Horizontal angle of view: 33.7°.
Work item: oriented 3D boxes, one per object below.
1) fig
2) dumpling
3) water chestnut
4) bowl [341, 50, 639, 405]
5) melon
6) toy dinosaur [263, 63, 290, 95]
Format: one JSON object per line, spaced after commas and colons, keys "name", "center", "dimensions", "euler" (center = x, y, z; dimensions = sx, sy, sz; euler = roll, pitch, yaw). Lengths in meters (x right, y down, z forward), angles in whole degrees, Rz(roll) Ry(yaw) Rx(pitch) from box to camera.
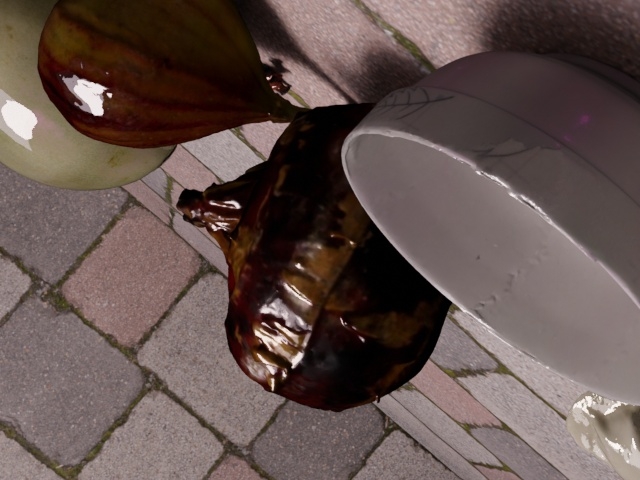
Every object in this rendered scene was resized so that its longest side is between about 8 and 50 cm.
{"name": "fig", "center": [-0.111, -0.173, 1.062], "dimensions": [0.320, 0.217, 0.217], "euler": [18, 168, -2]}
{"name": "dumpling", "center": [0.370, 0.225, 1.183], "dimensions": [0.176, 0.092, 0.150], "euler": [42, 155, 20]}
{"name": "water chestnut", "center": [0.000, 0.000, 0.986], "dimensions": [0.300, 0.300, 0.300], "euler": [38, 168, 10]}
{"name": "bowl", "center": [0.167, -0.027, 0.744], "dimensions": [0.287, 0.144, 0.287], "euler": [39, 169, 9]}
{"name": "melon", "center": [-0.304, -0.197, 1.271], "dimensions": [0.330, 0.269, 0.268], "euler": [36, 172, -31]}
{"name": "toy dinosaur", "center": [-0.076, -0.170, 1.202], "dimensions": [0.055, 0.049, 0.154], "euler": [41, 163, -16]}
